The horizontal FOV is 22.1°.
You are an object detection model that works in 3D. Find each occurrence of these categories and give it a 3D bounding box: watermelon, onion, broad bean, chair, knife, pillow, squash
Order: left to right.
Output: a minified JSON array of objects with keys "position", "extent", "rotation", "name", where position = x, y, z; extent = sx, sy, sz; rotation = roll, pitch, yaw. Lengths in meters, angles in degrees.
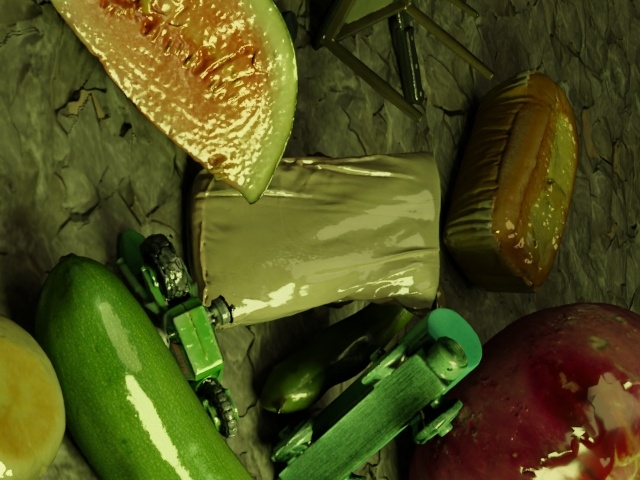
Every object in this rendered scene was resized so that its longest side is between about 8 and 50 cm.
[{"position":[-0.130,0.179,1.357],"extent":[0.395,0.107,0.107],"rotation":[62,36,-31],"name":"squash"},{"position":[-0.103,-0.195,1.442],"extent":[0.303,0.128,0.159],"rotation":[48,36,-29],"name":"watermelon"},{"position":[-0.047,-0.188,1.675],"extent":[0.031,0.018,0.121],"rotation":[61,36,-43],"name":"knife"},{"position":[0.000,0.000,1.552],"extent":[0.270,0.067,0.173],"rotation":[-3,77,-24],"name":"pillow"},{"position":[0.034,0.095,1.659],"extent":[0.056,0.098,0.318],"rotation":[63,35,-11],"name":"broad bean"},{"position":[0.078,-0.285,1.764],"extent":[0.272,0.166,0.188],"rotation":[42,42,15],"name":"chair"},{"position":[0.102,-0.283,1.918],"extent":[0.072,0.019,0.245],"rotation":[-36,121,-59],"name":"knife"},{"position":[0.242,0.236,1.812],"extent":[0.358,0.345,0.358],"rotation":[-6,99,-46],"name":"onion"}]

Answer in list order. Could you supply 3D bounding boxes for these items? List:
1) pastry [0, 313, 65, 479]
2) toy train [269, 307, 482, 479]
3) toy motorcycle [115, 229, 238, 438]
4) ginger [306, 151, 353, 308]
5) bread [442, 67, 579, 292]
[{"position":[-0.254,0.117,1.184],"extent":[0.156,0.092,0.156],"rotation":[40,42,-49],"name":"pastry"},{"position":[0.057,0.162,1.564],"extent":[0.101,0.248,0.159],"rotation":[47,29,1],"name":"toy train"},{"position":[-0.119,0.081,1.413],"extent":[0.074,0.106,0.190],"rotation":[-25,104,-21],"name":"toy motorcycle"},{"position":[-0.011,-0.008,1.641],"extent":[0.103,0.073,0.162],"rotation":[-5,85,-69],"name":"ginger"},{"position":[0.238,-0.069,2.027],"extent":[0.152,0.119,0.288],"rotation":[52,41,-34],"name":"bread"}]
